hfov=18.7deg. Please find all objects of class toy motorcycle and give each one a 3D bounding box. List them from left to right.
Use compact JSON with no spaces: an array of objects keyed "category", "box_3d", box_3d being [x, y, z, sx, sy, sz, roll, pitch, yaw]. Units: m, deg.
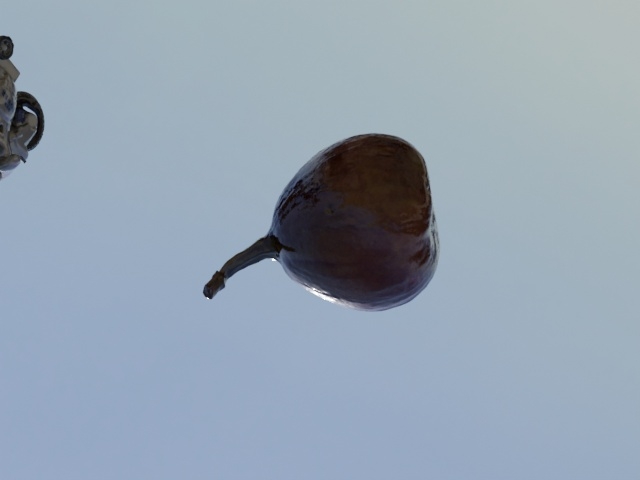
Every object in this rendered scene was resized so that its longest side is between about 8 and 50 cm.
[{"category":"toy motorcycle","box_3d":[-0.356,-0.137,1.911,0.102,0.150,0.221,2,143,36]}]

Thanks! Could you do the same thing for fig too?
[{"category":"fig","box_3d":[0.024,-0.010,1.696,0.202,0.148,0.149,-15,148,41]}]
